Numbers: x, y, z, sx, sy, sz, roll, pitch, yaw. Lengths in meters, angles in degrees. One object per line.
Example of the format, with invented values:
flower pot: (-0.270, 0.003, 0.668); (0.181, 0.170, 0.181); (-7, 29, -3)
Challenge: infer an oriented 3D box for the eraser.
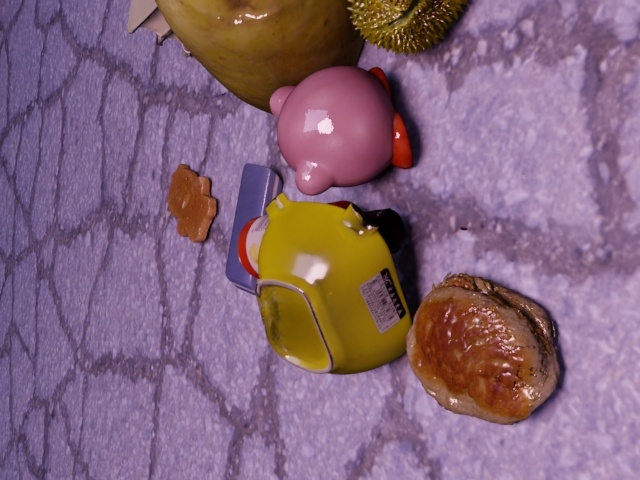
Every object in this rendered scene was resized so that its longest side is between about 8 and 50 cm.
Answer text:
eraser: (-0.117, -0.018, 1.080); (0.082, 0.036, 0.225); (15, 96, 48)

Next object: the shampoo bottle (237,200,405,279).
shampoo bottle: (0.000, 0.000, 0.899); (0.278, 0.104, 0.104); (-8, 79, 47)

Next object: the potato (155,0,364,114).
potato: (-0.079, -0.304, 0.862); (0.330, 0.280, 0.213); (-23, 83, 26)

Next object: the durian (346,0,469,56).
durian: (0.105, -0.337, 0.787); (0.146, 0.159, 0.198); (18, 98, 42)

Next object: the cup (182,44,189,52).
cup: (-0.190, -0.384, 1.147); (0.074, 0.116, 0.104); (22, 102, 47)

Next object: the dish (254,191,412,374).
dish: (-0.006, 0.080, 0.801); (0.221, 0.108, 0.262); (12, 128, 35)

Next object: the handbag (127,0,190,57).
handbag: (-0.226, -0.546, 1.181); (0.358, 0.160, 0.237); (-19, 64, 45)

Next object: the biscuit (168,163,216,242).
biscuit: (-0.261, -0.073, 1.251); (0.184, 0.027, 0.133); (30, 108, 47)

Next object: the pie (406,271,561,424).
pie: (0.178, 0.126, 0.713); (0.193, 0.079, 0.163); (19, 104, 45)

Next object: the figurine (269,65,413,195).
figurine: (0.023, -0.151, 0.848); (0.173, 0.173, 0.173); (-8, 79, 47)
